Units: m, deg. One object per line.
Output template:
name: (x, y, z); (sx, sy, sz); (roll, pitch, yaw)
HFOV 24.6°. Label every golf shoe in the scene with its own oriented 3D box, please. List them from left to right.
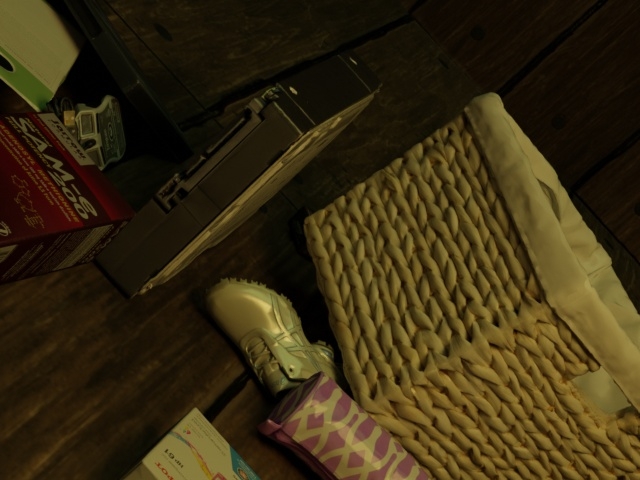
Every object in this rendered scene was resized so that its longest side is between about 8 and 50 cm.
golf shoe: (-0.043, 0.109, 1.419); (0.176, 0.069, 0.086); (41, 27, -16)

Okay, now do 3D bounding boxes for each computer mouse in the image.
computer mouse: (-0.230, -0.095, 1.421); (0.193, 0.042, 0.106); (-66, 148, -76)

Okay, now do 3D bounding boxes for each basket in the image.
basket: (0.190, 0.094, 1.553); (0.328, 0.266, 0.331); (47, 15, -39)

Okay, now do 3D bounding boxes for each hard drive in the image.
hard drive: (-0.069, -0.074, 1.451); (0.064, 0.237, 0.339); (48, 19, 1)

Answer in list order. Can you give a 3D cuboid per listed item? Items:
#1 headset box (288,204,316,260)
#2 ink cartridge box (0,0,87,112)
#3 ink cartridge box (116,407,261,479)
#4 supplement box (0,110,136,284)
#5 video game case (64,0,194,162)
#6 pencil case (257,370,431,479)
headset box: (0.000, 0.000, 1.752); (0.083, 0.032, 0.062); (32, 25, -35)
ink cartridge box: (-0.324, -0.202, 1.430); (0.171, 0.056, 0.235); (42, 22, -16)
ink cartridge box: (-0.105, 0.196, 1.143); (0.088, 0.052, 0.122); (48, 21, 0)
supplement box: (-0.266, -0.035, 1.215); (0.130, 0.073, 0.239); (50, 19, 8)
video game case: (-0.238, -0.227, 1.600); (0.274, 0.026, 0.196); (55, -1, 22)
pencil case: (0.037, 0.217, 1.360); (0.206, 0.086, 0.088); (45, 53, -3)
